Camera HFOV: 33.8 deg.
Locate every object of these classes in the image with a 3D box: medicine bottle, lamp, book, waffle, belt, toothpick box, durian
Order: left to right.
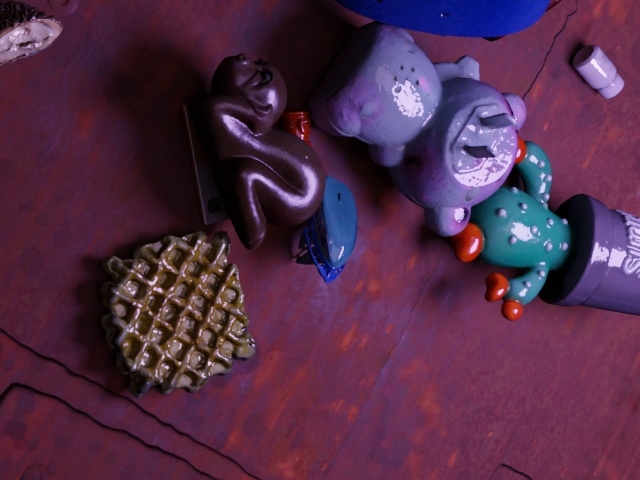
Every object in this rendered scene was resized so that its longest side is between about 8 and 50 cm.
[{"bbox_3d":[-0.389,-0.264,1.321,0.130,0.052,0.066,-23,144,-22],"label":"durian"},{"bbox_3d":[-0.201,0.104,1.447,0.204,0.054,0.224,-18,102,-26],"label":"waffle"},{"bbox_3d":[-0.127,-0.117,1.489,0.118,0.012,0.172,-15,103,-28],"label":"book"},{"bbox_3d":[-0.036,-0.147,1.516,0.047,0.047,0.083,-6,98,-29],"label":"toothpick box"},{"bbox_3d":[0.161,-0.176,1.518,0.301,0.247,0.247,36,75,-19],"label":"lamp"},{"bbox_3d":[0.166,-0.402,1.463,0.346,0.117,0.213,7,67,-2],"label":"belt"},{"bbox_3d":[0.471,-0.286,1.781,0.089,0.052,0.052,41,75,-26],"label":"medicine bottle"}]

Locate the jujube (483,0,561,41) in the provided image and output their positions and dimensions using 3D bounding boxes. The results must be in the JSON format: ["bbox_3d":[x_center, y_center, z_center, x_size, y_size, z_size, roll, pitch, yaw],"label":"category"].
[{"bbox_3d":[0.313,-0.412,1.628,0.168,0.168,0.236,36,95,-27],"label":"jujube"}]

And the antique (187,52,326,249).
[{"bbox_3d":[-0.081,-0.128,1.425,0.143,0.121,0.257,-25,108,-12],"label":"antique"}]

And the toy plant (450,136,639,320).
[{"bbox_3d":[0.380,-0.003,1.692,0.400,0.185,0.280,15,94,-14],"label":"toy plant"}]

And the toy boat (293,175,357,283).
[{"bbox_3d":[0.000,0.000,1.531,0.091,0.110,0.175,27,40,-30],"label":"toy boat"}]
